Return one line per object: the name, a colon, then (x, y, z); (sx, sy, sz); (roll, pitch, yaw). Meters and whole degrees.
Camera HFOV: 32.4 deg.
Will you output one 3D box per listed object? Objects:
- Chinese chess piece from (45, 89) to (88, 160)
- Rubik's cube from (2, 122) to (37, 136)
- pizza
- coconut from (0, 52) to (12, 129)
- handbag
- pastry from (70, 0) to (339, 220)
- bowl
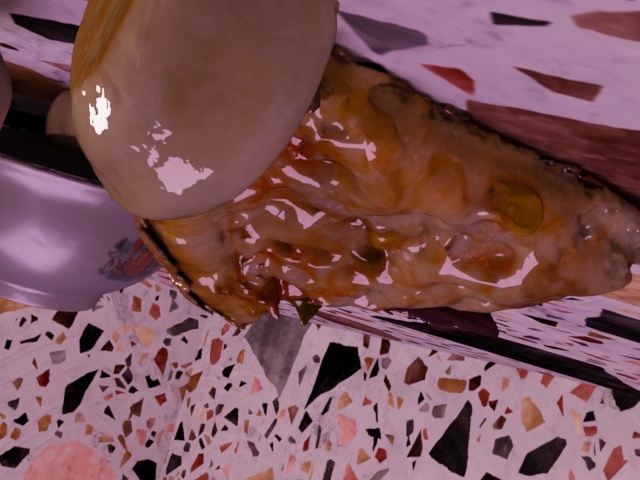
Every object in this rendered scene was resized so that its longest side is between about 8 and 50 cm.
Chinese chess piece: (-0.203, -0.104, 1.064); (0.122, 0.051, 0.122); (14, 171, 2)
Rubik's cube: (-0.433, -0.052, 1.403); (0.182, 0.187, 0.184); (13, 170, 23)
pizza: (-0.001, -0.003, 0.873); (0.435, 0.080, 0.392); (23, 153, -31)
coconut: (-0.337, -0.085, 0.777); (0.241, 0.241, 0.241); (16, 172, 2)
handbag: (0.131, 0.073, 1.537); (0.203, 0.074, 0.216); (19, 174, -18)
pastry: (-0.062, -0.086, 0.513); (0.092, 0.156, 0.156); (24, 170, -23)
bowl: (-0.289, -0.020, 1.170); (0.345, 0.157, 0.345); (17, -174, -2)
